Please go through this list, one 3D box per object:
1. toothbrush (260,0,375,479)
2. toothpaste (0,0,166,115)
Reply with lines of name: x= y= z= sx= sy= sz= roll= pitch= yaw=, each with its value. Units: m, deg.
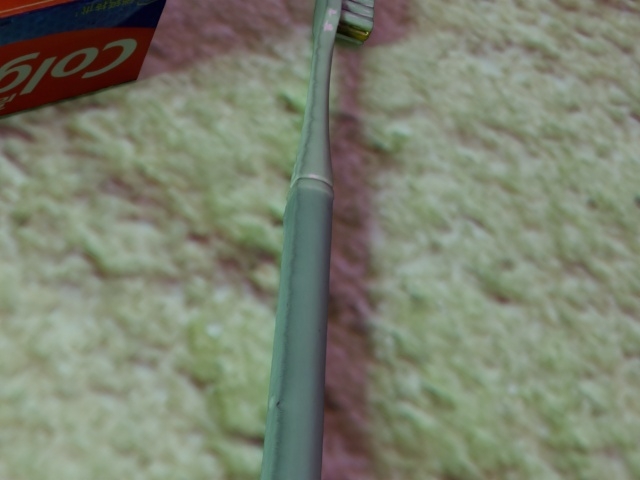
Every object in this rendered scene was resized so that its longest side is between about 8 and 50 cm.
toothbrush: x=-0.002 y=-0.001 z=0.760 sx=0.030 sy=0.025 sz=0.342 roll=17 pitch=52 yaw=-13
toothpaste: x=-0.217 y=-0.074 z=0.692 sx=0.320 sy=0.076 sz=0.066 roll=-19 pitch=66 yaw=-30
